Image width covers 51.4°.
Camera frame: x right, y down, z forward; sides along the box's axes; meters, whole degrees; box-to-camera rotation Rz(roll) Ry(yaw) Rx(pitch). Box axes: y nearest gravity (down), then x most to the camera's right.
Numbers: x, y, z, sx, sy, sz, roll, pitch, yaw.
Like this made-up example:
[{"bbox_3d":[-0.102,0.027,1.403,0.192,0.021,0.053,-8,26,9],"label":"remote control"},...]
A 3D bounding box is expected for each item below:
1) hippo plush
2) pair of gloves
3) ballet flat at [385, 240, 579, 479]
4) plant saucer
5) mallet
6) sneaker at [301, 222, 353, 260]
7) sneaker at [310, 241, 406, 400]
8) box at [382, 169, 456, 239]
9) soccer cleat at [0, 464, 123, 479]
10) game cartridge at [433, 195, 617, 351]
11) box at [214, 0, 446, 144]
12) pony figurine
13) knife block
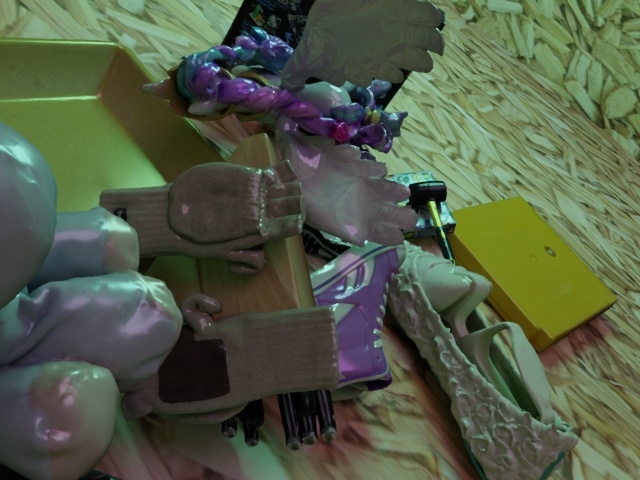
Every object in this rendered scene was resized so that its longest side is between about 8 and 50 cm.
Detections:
[{"bbox_3d":[-0.248,0.002,0.421,0.293,0.237,0.235,1,45,1],"label":"hippo plush"},{"bbox_3d":[-0.097,0.044,0.612,0.204,0.042,0.240,-14,70,2],"label":"pair of gloves"},{"bbox_3d":[0.203,0.128,0.888,0.146,0.147,0.409,5,44,-38],"label":"ballet flat"},{"bbox_3d":[-0.285,-0.098,0.763,0.333,0.081,0.332,48,36,18],"label":"plant saucer"},{"bbox_3d":[0.178,-0.024,1.057,0.062,0.039,0.190,0,49,-1],"label":"mallet"},{"bbox_3d":[0.000,0.000,0.948,0.109,0.040,0.044,28,18,-19],"label":"sneaker"},{"bbox_3d":[0.047,0.100,0.820,0.161,0.102,0.282,49,46,11],"label":"sneaker"},{"bbox_3d":[0.164,-0.063,1.137,0.093,0.027,0.137,-7,48,-10],"label":"box"},{"bbox_3d":[-0.108,0.262,0.472,0.318,0.116,0.109,27,47,-7],"label":"soccer cleat"},{"bbox_3d":[0.375,0.048,1.217,0.323,0.053,0.285,-13,57,-46],"label":"game cartridge"},{"bbox_3d":[0.004,-0.325,1.102,0.295,0.293,0.073,28,34,-13],"label":"box"},{"bbox_3d":[-0.007,-0.174,0.892,0.350,0.303,0.363,13,13,17],"label":"pony figurine"},{"bbox_3d":[-0.043,0.056,0.669,0.242,0.276,0.088,28,-15,23],"label":"knife block"}]
